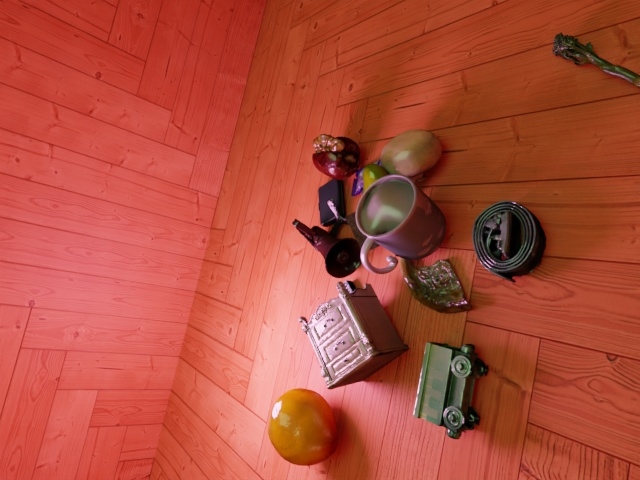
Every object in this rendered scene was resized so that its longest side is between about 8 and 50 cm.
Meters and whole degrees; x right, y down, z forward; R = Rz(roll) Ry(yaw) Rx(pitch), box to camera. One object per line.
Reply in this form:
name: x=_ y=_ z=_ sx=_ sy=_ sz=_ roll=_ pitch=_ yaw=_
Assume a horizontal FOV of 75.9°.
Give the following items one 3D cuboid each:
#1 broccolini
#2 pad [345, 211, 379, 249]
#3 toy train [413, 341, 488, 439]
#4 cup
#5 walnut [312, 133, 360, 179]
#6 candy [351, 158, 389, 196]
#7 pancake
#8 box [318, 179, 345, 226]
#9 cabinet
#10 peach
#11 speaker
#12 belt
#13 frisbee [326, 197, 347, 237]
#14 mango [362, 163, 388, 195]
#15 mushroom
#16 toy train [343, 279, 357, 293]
broccolini: x=0.877 y=-0.542 z=1.253 sx=0.074 sy=0.079 sz=0.392 roll=-46 pitch=52 yaw=15
pad: x=0.218 y=-0.059 z=1.829 sx=0.158 sy=0.003 sz=0.235 roll=-26 pitch=51 yaw=2
toy train: x=0.427 y=0.481 z=1.358 sx=0.202 sy=0.120 sz=0.300 roll=3 pitch=79 yaw=53
cup: x=0.292 y=-0.029 z=1.544 sx=0.259 sy=0.275 sz=0.356 roll=28 pitch=88 yaw=51
walnut: x=0.061 y=-0.419 z=2.019 sx=0.269 sy=0.244 sz=0.221 roll=16 pitch=73 yaw=53
candy: x=0.236 y=-0.301 z=1.911 sx=0.275 sy=0.070 sz=0.145 roll=-20 pitch=55 yaw=56
pancake: x=0.423 y=0.155 z=1.535 sx=0.377 sy=0.054 sz=0.197 roll=30 pitch=99 yaw=50
box: x=0.057 y=-0.196 z=2.103 sx=0.160 sy=0.050 sz=0.230 roll=-26 pitch=58 yaw=42
cabinet: x=0.119 y=0.370 z=1.639 sx=0.290 sy=0.228 sz=0.318 roll=-46 pitch=57 yaw=31
peach: x=-0.069 y=0.793 z=1.734 sx=0.308 sy=0.289 sz=0.288 roll=26 pitch=99 yaw=12
speaker: x=0.000 y=0.024 z=1.921 sx=0.329 sy=0.259 sz=0.198 roll=34 pitch=116 yaw=49
belt: x=0.602 y=0.005 z=1.323 sx=0.207 sy=0.116 sz=0.267 roll=-20 pitch=59 yaw=40
frisbee: x=0.103 y=-0.101 z=1.990 sx=0.188 sy=0.012 sz=0.210 roll=6 pitch=112 yaw=38
mango: x=0.244 y=-0.189 z=1.714 sx=0.143 sy=0.293 sz=0.175 roll=-28 pitch=45 yaw=-10
mushroom: x=0.370 y=-0.335 z=1.676 sx=0.246 sy=0.202 sz=0.246 roll=-17 pitch=28 yaw=9
toy train: x=0.161 y=0.261 z=1.817 sx=0.047 sy=0.043 sz=0.207 roll=-52 pitch=43 yaw=24
